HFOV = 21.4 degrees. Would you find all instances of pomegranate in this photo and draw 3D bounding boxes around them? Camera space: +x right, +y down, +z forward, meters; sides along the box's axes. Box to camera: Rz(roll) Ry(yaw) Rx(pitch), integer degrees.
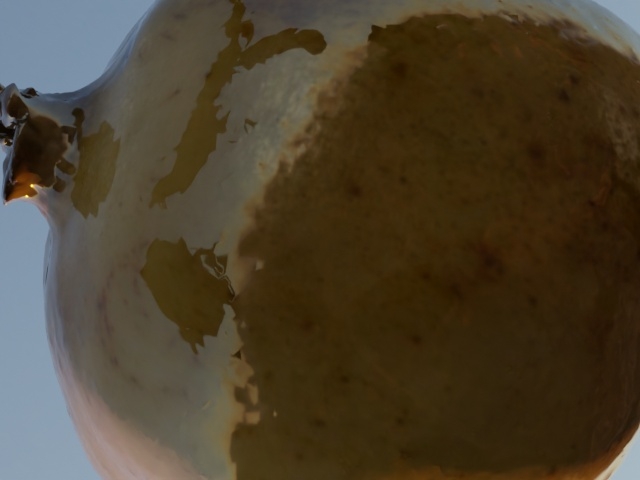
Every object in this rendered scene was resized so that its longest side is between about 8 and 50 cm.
[{"bbox_3d":[0.000,0.000,0.460,0.196,0.196,0.196,-39,-39,-40],"label":"pomegranate"}]
